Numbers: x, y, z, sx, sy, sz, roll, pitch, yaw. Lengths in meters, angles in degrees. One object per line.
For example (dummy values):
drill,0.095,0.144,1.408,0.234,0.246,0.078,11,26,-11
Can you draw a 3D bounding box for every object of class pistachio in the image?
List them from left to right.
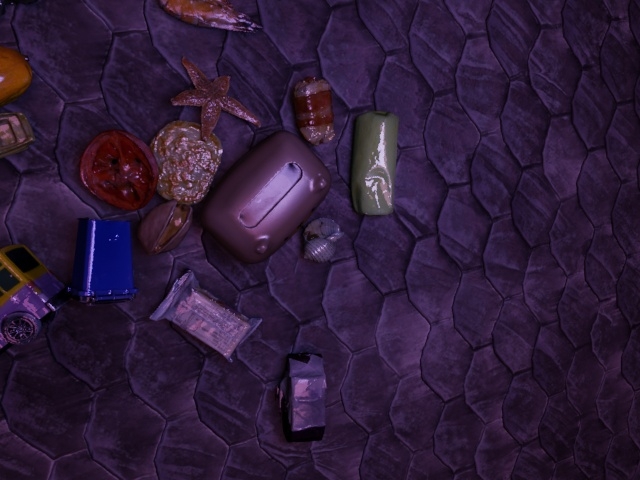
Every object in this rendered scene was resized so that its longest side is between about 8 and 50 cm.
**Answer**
pistachio,-0.444,-0.038,1.264,0.126,0.152,0.223,29,131,-30

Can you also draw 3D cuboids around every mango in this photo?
mango,-0.903,-0.387,1.079,0.359,0.144,0.187,-21,76,-16

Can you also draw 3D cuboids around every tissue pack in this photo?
tissue pack,-0.158,-0.127,1.292,0.267,0.277,0.387,45,82,-15

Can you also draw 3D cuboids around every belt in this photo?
belt,-0.069,0.519,1.457,0.164,0.184,0.289,3,91,-13

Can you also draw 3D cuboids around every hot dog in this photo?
hot dog,-0.022,-0.407,1.393,0.146,0.103,0.213,-15,112,-37

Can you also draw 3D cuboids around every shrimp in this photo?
shrimp,-0.314,-0.694,1.277,0.316,0.062,0.164,13,90,-16

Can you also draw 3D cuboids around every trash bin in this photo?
trash bin,-0.599,0.056,1.216,0.162,0.184,0.235,3,90,-44

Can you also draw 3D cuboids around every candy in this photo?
candy,0.180,-0.254,1.456,0.142,0.132,0.344,-4,99,-33

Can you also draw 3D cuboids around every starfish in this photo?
starfish,-0.320,-0.401,1.299,0.295,0.048,0.231,38,60,-17

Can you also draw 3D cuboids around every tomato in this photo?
tomato,-0.545,-0.197,1.229,0.227,0.101,0.228,4,110,11

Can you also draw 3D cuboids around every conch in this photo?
conch,-0.005,0.003,1.448,0.135,0.102,0.153,51,48,-6

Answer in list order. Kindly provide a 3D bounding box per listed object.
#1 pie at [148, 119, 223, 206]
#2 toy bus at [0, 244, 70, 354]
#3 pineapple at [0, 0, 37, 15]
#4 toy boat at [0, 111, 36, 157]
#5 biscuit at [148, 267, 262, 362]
pie,-0.405,-0.231,1.296,0.201,0.090,0.248,23,91,-14
toy bus,-0.912,0.223,1.131,0.440,0.209,0.249,-40,105,-10
pineapple,-0.767,-0.665,1.119,0.237,0.119,0.111,-40,151,-5
toy boat,-0.897,-0.258,1.142,0.276,0.084,0.111,-20,100,-17
biscuit,-0.349,0.243,1.383,0.309,0.079,0.186,37,84,-18
